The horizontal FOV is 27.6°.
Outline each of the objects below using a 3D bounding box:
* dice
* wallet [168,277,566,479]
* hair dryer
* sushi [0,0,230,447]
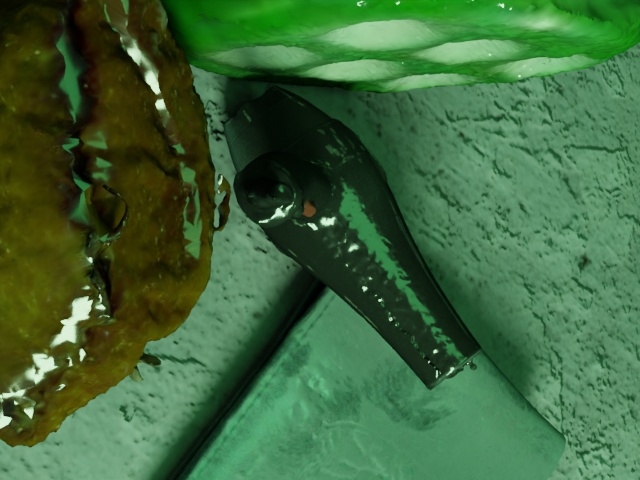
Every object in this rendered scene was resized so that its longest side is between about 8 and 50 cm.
[{"bbox_3d":[0.053,-0.254,0.819,0.297,0.287,0.300,4,89,-48],"label":"dice"},{"bbox_3d":[0.031,0.170,0.922,0.251,0.054,0.290,50,62,-19],"label":"wallet"},{"bbox_3d":[0.000,0.000,0.786,0.235,0.091,0.271,53,12,8],"label":"hair dryer"},{"bbox_3d":[-0.161,-0.038,0.729,0.167,0.179,0.296,-11,95,-57],"label":"sushi"}]
